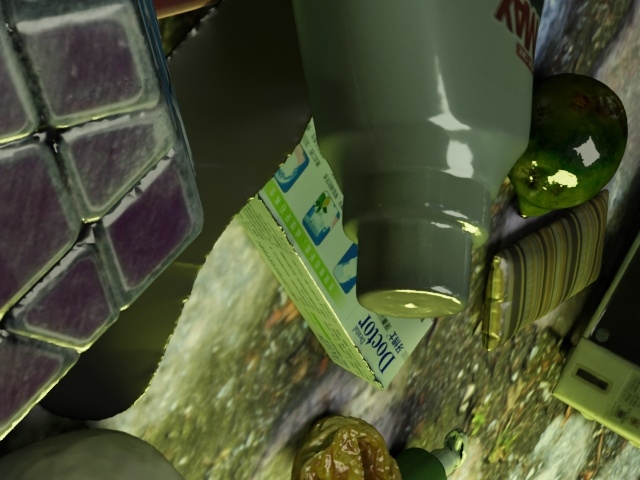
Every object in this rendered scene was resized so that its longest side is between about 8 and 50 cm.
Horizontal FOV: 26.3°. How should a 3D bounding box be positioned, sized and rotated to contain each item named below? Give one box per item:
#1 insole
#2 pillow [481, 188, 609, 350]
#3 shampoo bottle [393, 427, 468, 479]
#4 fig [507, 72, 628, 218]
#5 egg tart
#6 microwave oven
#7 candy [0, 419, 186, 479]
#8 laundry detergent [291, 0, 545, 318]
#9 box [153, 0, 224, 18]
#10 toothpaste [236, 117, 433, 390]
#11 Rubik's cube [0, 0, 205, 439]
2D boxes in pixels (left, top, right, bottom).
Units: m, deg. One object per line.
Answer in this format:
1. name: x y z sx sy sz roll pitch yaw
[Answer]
1. insole: -0.094 -0.020 0.887 0.119 0.009 0.348 14 116 -32
2. pillow: 0.230 0.026 1.394 0.203 0.038 0.113 -26 129 -42
3. shampoo bottle: 0.069 0.245 1.312 0.204 0.065 0.065 -26 132 -41
4. fig: 0.220 -0.070 1.266 0.117 0.117 0.177 -38 149 -31
5. egg tart: 0.021 0.220 1.215 0.130 0.052 0.130 13 67 -34
6. microwave oven: 0.471 0.072 1.555 0.394 0.247 0.333 -61 147 -2
7. candy: -0.196 0.356 0.952 0.386 0.186 0.427 -44 146 -30
8. laundry detergent: 0.055 -0.157 0.811 0.264 0.124 0.398 34 56 -57
9. box: -0.117 -0.179 0.771 0.224 0.069 0.120 -26 133 -40
10. toothpaste: 0.000 0.000 1.050 0.081 0.067 0.336 -52 145 -16
11. Rubik's cube: -0.197 -0.065 0.557 0.264 0.319 0.319 -15 134 -3
